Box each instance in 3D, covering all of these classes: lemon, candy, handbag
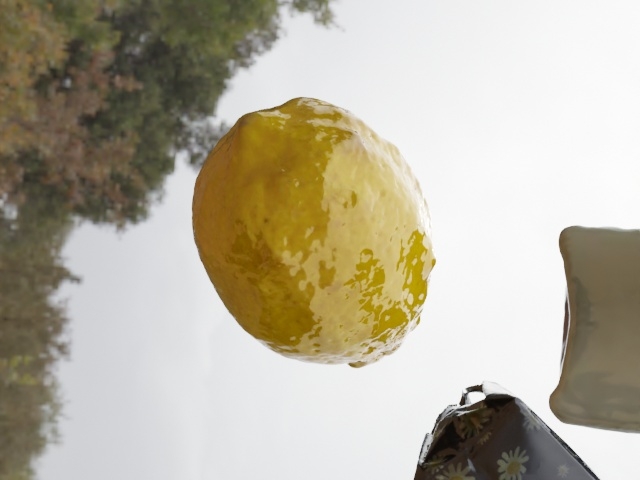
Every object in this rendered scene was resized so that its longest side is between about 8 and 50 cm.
[{"bbox_3d":[0.000,0.000,0.524,0.155,0.114,0.114,59,8,-36],"label":"lemon"},{"bbox_3d":[0.346,0.072,0.747,0.208,0.359,0.145,17,76,-66],"label":"candy"},{"bbox_3d":[0.100,0.126,0.580,0.072,0.115,0.139,-45,-172,3],"label":"handbag"}]
